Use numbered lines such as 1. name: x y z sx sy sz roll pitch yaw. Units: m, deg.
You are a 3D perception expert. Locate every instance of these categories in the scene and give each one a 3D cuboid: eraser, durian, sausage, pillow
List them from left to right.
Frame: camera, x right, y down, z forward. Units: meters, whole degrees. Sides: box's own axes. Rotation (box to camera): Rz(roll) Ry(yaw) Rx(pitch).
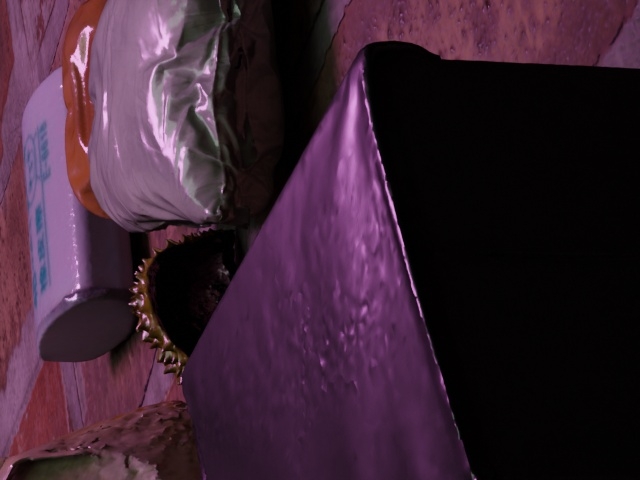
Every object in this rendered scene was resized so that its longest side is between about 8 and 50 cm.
1. eraser: -0.269 -0.027 2.015 0.189 0.104 0.290 123 144 -58
2. sausage: -0.197 -0.138 1.818 0.136 0.120 0.241 137 131 -75
3. durian: -0.123 0.084 1.621 0.108 0.119 0.186 -62 35 41
4. pillow: -0.119 -0.146 1.601 0.310 0.138 0.283 174 98 -69

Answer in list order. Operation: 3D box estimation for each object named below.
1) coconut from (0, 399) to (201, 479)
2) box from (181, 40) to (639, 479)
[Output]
1. coconut: -0.159 0.294 1.372 0.352 0.352 0.352 -178 90 -68
2. box: 0.078 0.097 1.011 0.345 0.204 0.251 122 143 -51
